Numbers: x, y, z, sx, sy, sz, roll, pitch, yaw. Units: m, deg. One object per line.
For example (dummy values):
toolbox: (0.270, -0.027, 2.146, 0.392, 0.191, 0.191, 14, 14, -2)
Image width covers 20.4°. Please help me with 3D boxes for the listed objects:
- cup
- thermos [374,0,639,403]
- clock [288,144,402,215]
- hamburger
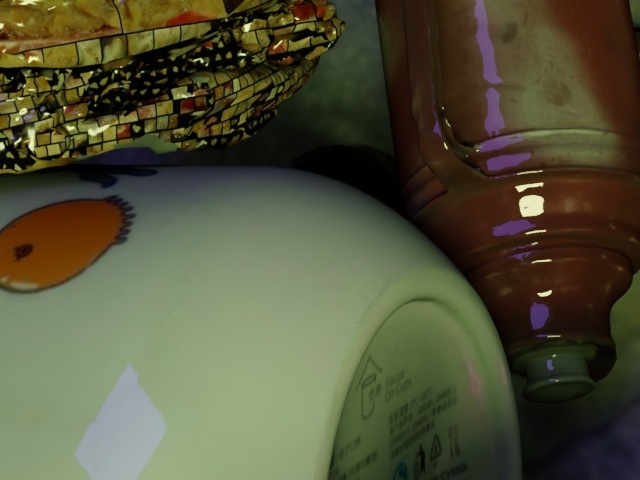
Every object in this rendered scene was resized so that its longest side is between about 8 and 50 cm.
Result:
cup: (-0.107, 0.080, 0.577, 0.317, 0.212, 0.212, 1, 66, 28)
thermos: (0.064, -0.057, 0.614, 0.099, 0.124, 0.232, -18, 63, 29)
clock: (0.000, 0.000, 0.695, 0.074, 0.010, 0.083, 6, 68, 36)
hamburger: (-0.106, -0.083, 0.590, 0.231, 0.231, 0.107, 16, 112, 39)
